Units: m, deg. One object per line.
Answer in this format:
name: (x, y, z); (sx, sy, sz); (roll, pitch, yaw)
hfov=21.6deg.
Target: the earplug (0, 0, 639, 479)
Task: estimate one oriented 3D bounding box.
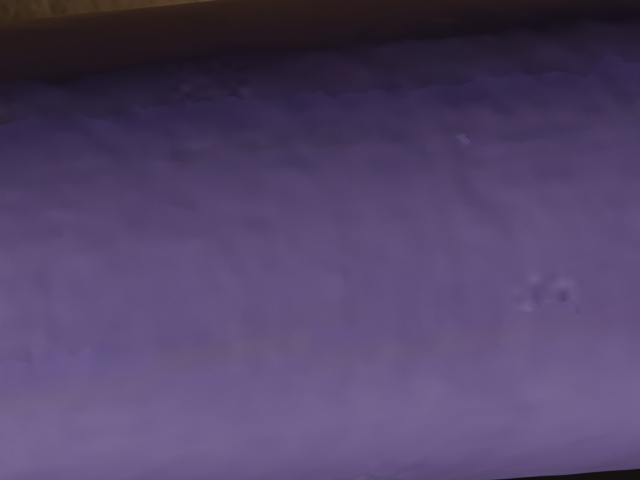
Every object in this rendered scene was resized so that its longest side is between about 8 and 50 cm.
earplug: (0.000, 0.000, 0.637); (0.456, 0.215, 0.215); (-5, 130, -17)
